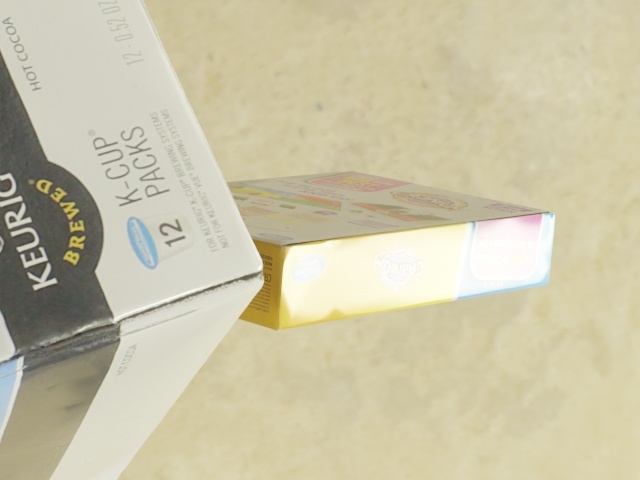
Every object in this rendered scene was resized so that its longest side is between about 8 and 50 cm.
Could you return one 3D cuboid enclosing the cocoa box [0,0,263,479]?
[{"bbox_3d":[-0.208,0.014,0.740,0.228,0.347,0.231,-18,75,-24],"label":"cocoa box"}]

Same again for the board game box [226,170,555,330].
[{"bbox_3d":[0.000,0.000,1.400,0.316,0.242,0.064,-7,105,-44],"label":"board game box"}]
